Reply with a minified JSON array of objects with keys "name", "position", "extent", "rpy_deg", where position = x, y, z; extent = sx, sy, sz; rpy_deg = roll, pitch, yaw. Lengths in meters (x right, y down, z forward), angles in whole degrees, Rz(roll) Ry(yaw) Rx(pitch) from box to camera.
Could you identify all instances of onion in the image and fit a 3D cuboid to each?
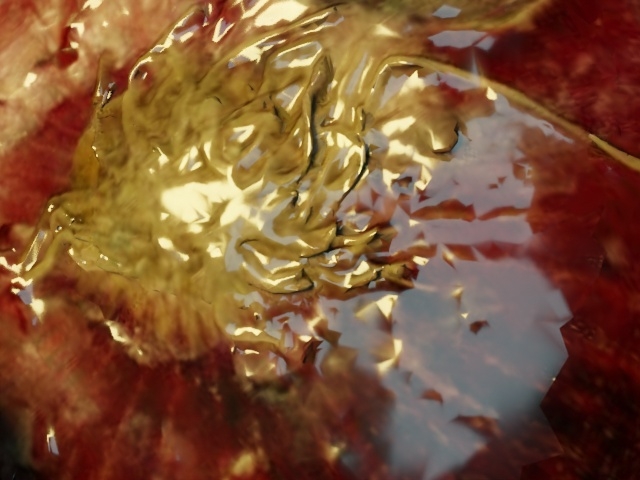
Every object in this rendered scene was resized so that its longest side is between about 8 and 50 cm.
[{"name":"onion","position":[0.000,0.000,0.517],"extent":[0.246,0.190,0.246],"rpy_deg":[-1,89,24]}]
